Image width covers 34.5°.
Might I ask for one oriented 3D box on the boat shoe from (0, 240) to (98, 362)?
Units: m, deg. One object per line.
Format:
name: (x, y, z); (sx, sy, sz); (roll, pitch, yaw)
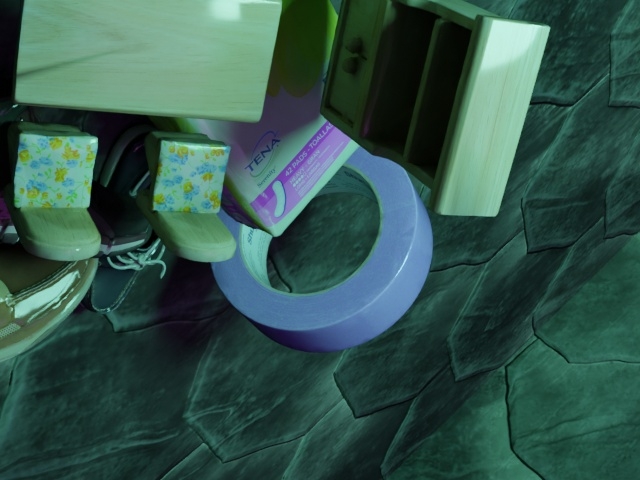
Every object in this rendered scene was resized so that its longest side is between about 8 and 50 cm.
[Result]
boat shoe: (-0.376, 0.066, 1.065); (0.324, 0.123, 0.116); (-36, 144, -25)

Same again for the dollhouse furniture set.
dollhouse furniture set: (-0.052, -0.150, 0.889); (0.394, 0.256, 0.362); (1, 113, -27)

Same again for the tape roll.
tape roll: (0.000, 0.000, 1.316); (0.275, 0.275, 0.090); (-47, 150, -5)

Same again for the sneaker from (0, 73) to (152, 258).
sneaker: (-0.273, -0.078, 1.026); (0.281, 0.106, 0.162); (6, 114, -41)

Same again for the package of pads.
package of pads: (-0.074, -0.171, 1.128); (0.229, 0.101, 0.296); (-48, 132, -17)

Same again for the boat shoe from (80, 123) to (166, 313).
boat shoe: (-0.222, -0.010, 1.212); (0.095, 0.079, 0.254); (-2, 125, -50)
